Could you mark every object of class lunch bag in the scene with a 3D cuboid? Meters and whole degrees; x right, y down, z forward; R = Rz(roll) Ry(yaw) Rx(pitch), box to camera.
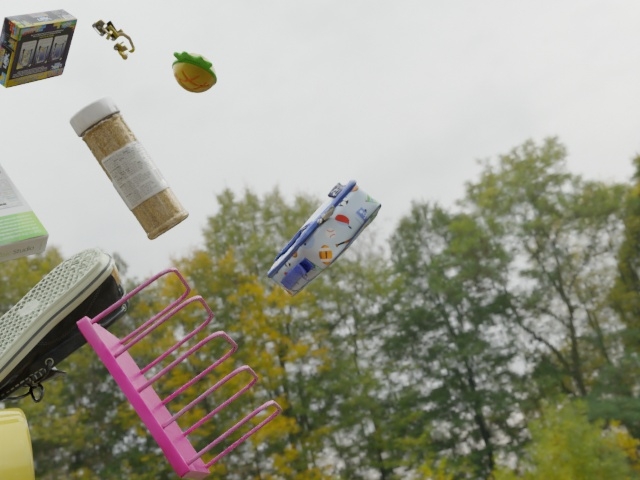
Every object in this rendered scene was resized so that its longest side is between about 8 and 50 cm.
[{"bbox_3d":[0.000,0.000,1.795,0.243,0.115,0.303,-47,0,-29],"label":"lunch bag"}]

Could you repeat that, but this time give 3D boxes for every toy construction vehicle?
[{"bbox_3d":[-0.437,-0.437,1.704,0.035,0.098,0.086,-38,20,8],"label":"toy construction vehicle"}]

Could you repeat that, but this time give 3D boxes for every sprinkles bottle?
[{"bbox_3d":[-0.466,-0.176,1.951,0.121,0.355,0.121,-33,6,4],"label":"sprinkles bottle"}]

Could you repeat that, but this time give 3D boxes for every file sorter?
[{"bbox_3d":[-0.219,0.215,1.305,0.182,0.290,0.202,-36,-15,-9],"label":"file sorter"}]

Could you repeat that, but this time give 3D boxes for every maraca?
[{"bbox_3d":[-0.340,-0.458,2.141,0.127,0.099,0.185,13,-14,-3],"label":"maraca"}]

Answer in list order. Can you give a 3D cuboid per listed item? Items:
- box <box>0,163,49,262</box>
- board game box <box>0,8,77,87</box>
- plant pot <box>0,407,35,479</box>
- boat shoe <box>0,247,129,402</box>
[{"bbox_3d":[-0.711,-0.077,1.550,0.232,0.322,0.058,-17,-35,-43],"label":"box"},{"bbox_3d":[-0.596,-0.402,1.662,0.141,0.048,0.170,-61,-11,30],"label":"board game box"},{"bbox_3d":[-0.562,0.387,1.175,0.239,0.254,0.254,-1,-24,-28],"label":"plant pot"},{"bbox_3d":[-0.571,0.225,1.536,0.500,0.156,0.187,-45,36,-23],"label":"boat shoe"}]
